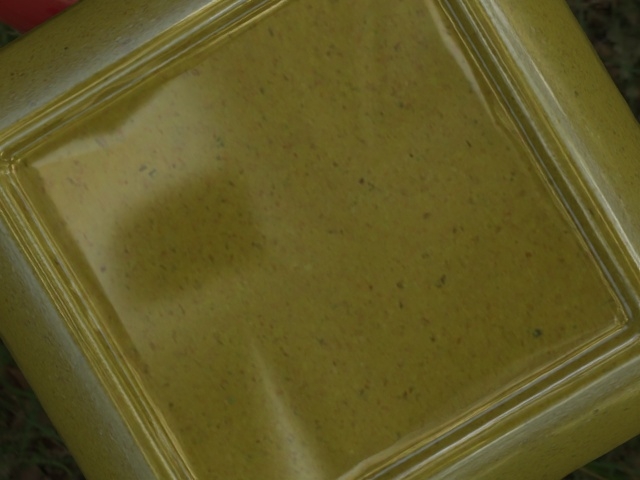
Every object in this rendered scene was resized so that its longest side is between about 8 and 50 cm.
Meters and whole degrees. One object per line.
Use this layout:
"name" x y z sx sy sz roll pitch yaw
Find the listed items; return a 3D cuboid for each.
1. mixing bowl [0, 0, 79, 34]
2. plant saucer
"mixing bowl" -0.236 -0.245 0.927 0.098 0.181 0.181 -5 103 -55
"plant saucer" 0.000 0.000 0.586 0.332 0.081 0.333 -31 90 1
